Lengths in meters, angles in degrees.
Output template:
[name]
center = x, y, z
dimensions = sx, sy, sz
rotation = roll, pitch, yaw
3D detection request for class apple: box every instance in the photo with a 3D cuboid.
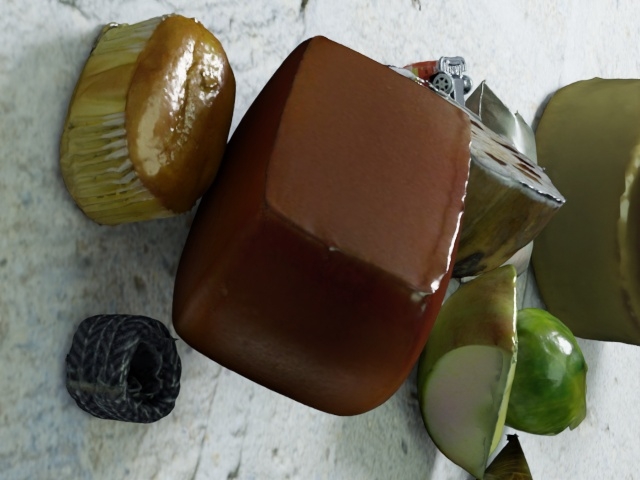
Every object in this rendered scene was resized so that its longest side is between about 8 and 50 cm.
[apple]
center = 0.181, 0.143, 1.892
dimensions = 0.193, 0.120, 0.265
rotation = -80, 178, -46

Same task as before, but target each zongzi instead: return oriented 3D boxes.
[zongzi]
center = 0.212, 0.326, 1.966
dimensions = 0.221, 0.112, 0.242
rotation = 43, 46, -50

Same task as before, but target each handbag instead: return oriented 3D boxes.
[handbag]
center = 0.224, -0.058, 1.990
dimensions = 0.182, 0.117, 0.270
rotation = 23, 71, -66

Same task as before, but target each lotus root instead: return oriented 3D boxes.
[lotus root]
center = 0.130, -0.058, 1.721
dimensions = 0.272, 0.272, 0.192
rotation = 14, 109, -58

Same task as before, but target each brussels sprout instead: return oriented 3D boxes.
[brussels sprout]
center = 0.290, 0.184, 2.069
dimensions = 0.180, 0.144, 0.161
rotation = 61, 4, -20

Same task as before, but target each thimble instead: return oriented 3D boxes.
[thimble]
center = -0.173, 0.113, 1.360
dimensions = 0.104, 0.066, 0.095
rotation = 17, 76, -61

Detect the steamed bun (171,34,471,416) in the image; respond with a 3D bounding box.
[steamed bun]
center = 0.000, 0.000, 1.433
dimensions = 0.235, 0.248, 0.379
rotation = 27, 37, -10

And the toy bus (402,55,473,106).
[toy bus]
center = 0.143, -0.138, 1.883
dimensions = 0.079, 0.077, 0.174
rotation = -12, 100, -62

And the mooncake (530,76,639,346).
[mooncake]
center = 0.478, -0.033, 2.298
dimensions = 0.394, 0.246, 0.393
rotation = 42, 60, -47

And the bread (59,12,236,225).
[bread]
center = -0.149, -0.110, 1.368
dimensions = 0.132, 0.114, 0.190
rotation = 44, 48, -47
